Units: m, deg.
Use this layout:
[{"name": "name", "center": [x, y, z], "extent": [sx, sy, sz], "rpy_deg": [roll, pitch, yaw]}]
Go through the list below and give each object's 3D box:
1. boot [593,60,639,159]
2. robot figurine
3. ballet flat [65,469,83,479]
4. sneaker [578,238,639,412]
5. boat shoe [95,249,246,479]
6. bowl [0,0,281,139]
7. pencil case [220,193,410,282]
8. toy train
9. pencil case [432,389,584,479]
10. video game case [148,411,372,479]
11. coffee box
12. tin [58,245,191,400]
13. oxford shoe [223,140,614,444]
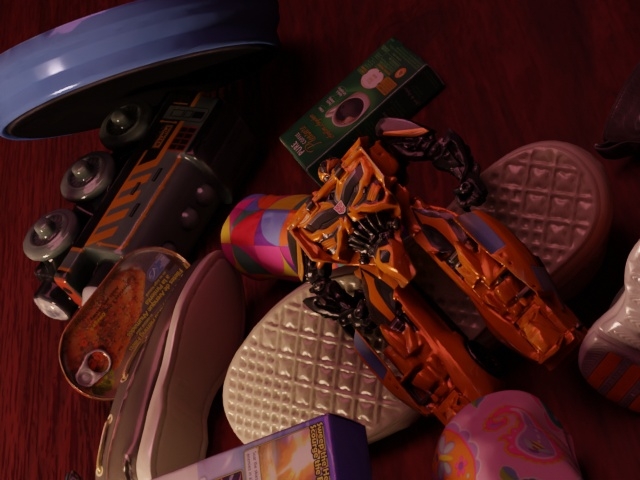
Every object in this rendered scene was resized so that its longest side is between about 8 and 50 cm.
[{"name": "boot", "center": [0.386, -0.161, 1.620], "extent": [0.263, 0.091, 0.229], "rpy_deg": [-48, 32, -5]}, {"name": "robot figurine", "center": [0.088, 0.029, 1.534], "extent": [0.291, 0.085, 0.211], "rpy_deg": [48, 111, 21]}, {"name": "ballet flat", "center": [-0.249, 0.285, 1.852], "extent": [0.041, 0.041, 0.114], "rpy_deg": [-29, 34, 21]}, {"name": "sneaker", "center": [0.309, -0.004, 1.383], "extent": [0.180, 0.125, 0.321], "rpy_deg": [-57, 1, -32]}, {"name": "boat shoe", "center": [-0.157, 0.140, 1.849], "extent": [0.091, 0.109, 0.305], "rpy_deg": [-13, 46, 33]}, {"name": "bowl", "center": [-0.231, -0.214, 2.189], "extent": [0.391, 0.077, 0.391], "rpy_deg": [-18, -3, -1]}, {"name": "pencil case", "center": [0.000, 0.000, 1.853], "extent": [0.236, 0.104, 0.104], "rpy_deg": [5, 54, 51]}, {"name": "toy train", "center": [-0.212, -0.042, 2.118], "extent": [0.190, 0.142, 0.334], "rpy_deg": [7, 56, 40]}, {"name": "pencil case", "center": [0.175, 0.237, 1.353], "extent": [0.124, 0.124, 0.284], "rpy_deg": [-38, 31, 8]}, {"name": "video game case", "center": [-0.056, 0.308, 1.481], "extent": [0.244, 0.061, 0.269], "rpy_deg": [-24, 60, 31]}, {"name": "coffee box", "center": [0.045, -0.147, 2.037], "extent": [0.184, 0.040, 0.113], "rpy_deg": [-42, 31, 1]}, {"name": "tin", "center": [-0.212, 0.094, 1.976], "extent": [0.189, 0.106, 0.040], "rpy_deg": [-52, -3, -16]}, {"name": "oxford shoe", "center": [0.098, 0.066, 1.650], "extent": [0.449, 0.130, 0.169], "rpy_deg": [-38, 75, 22]}]
